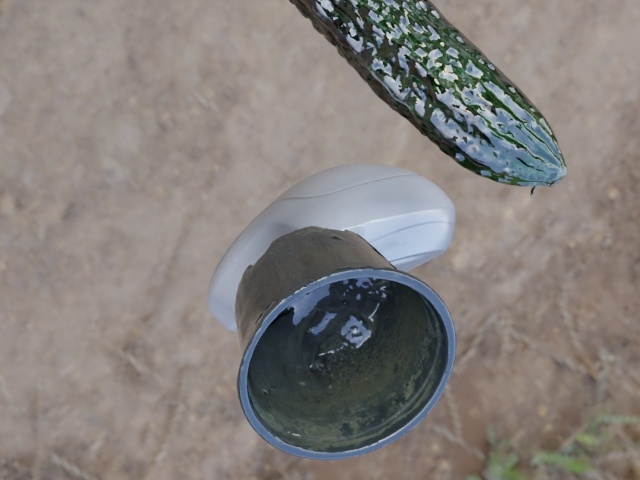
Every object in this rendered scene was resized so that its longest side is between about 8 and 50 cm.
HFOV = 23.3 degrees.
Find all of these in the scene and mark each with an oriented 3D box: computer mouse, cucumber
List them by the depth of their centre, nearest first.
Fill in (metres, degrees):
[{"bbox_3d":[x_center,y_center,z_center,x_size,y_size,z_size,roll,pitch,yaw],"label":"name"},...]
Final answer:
[{"bbox_3d":[0.063,-0.128,1.071,0.077,0.265,0.077,-40,169,-9],"label":"cucumber"},{"bbox_3d":[0.000,0.000,1.541,0.184,0.121,0.297,-16,174,-35],"label":"computer mouse"}]

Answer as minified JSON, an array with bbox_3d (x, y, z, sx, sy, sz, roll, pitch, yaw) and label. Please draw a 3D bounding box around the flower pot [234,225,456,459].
[{"bbox_3d":[0.006,0.064,1.100,0.157,0.107,0.157,-8,119,-14],"label":"flower pot"}]
